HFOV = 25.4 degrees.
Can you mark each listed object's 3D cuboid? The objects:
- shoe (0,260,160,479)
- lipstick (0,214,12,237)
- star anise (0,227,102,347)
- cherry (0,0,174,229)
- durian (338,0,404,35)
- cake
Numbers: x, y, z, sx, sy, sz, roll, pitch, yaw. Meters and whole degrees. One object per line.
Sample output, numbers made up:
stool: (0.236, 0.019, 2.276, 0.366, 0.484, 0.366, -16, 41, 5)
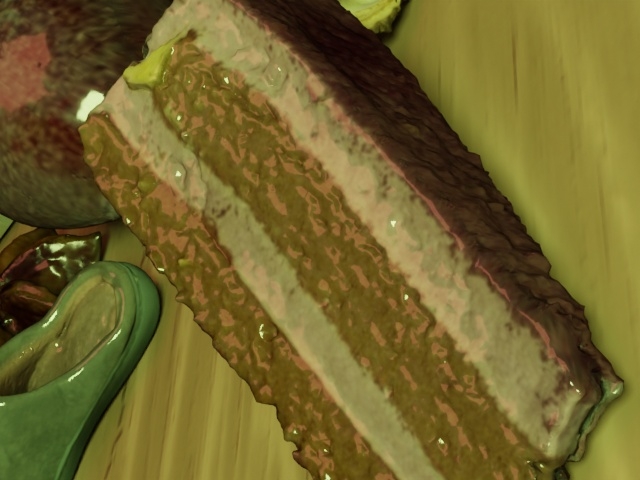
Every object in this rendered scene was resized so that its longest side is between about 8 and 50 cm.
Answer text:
shoe: (-0.165, 0.089, 0.777, 0.195, 0.078, 0.079, -55, 43, 6)
lipstick: (-0.352, 0.044, 1.159, 0.371, 0.076, 0.080, -47, 30, 29)
star anise: (-0.195, 0.051, 0.896, 0.168, 0.057, 0.168, -41, 36, 38)
cherry: (-0.150, -0.083, 0.845, 0.176, 0.140, 0.176, -27, 43, 29)
durian: (0.008, -0.139, 0.697, 0.052, 0.066, 0.130, -48, 42, 48)
cake: (0.000, 0.000, 0.539, 0.116, 0.113, 0.295, -59, 41, 24)
